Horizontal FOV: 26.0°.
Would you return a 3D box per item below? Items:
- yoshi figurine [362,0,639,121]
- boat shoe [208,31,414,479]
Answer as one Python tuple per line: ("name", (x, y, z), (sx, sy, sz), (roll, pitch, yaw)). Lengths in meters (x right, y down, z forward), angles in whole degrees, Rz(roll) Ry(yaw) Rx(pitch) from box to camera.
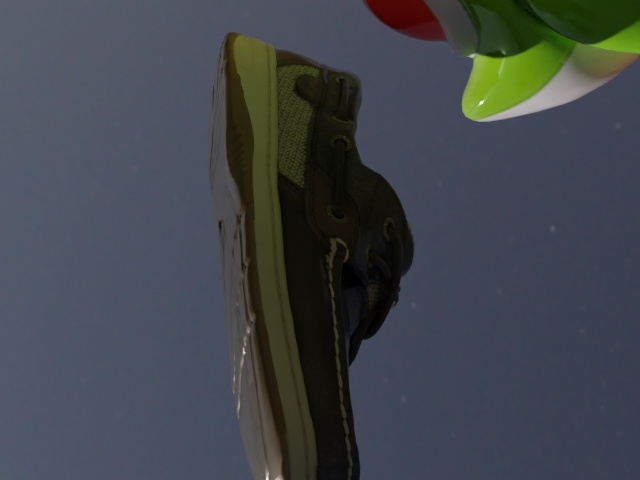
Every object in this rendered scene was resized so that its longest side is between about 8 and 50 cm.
("yoshi figurine", (0.050, -0.183, 0.501), (0.362, 0.203, 0.203), (21, -103, 3))
("boat shoe", (0.000, 0.000, 0.522), (0.073, 0.080, 0.224), (-1, -136, -10))
